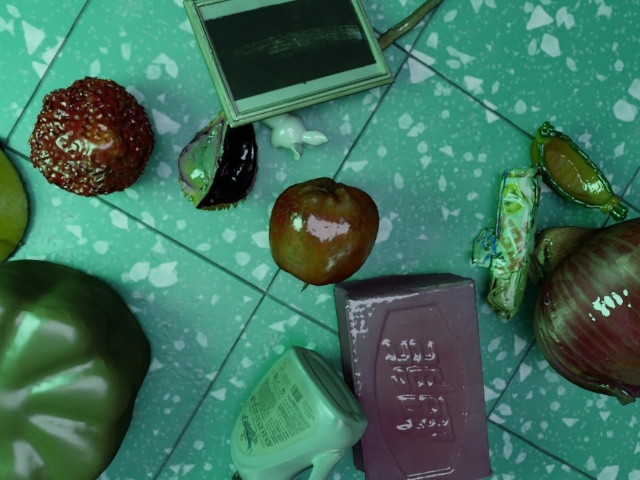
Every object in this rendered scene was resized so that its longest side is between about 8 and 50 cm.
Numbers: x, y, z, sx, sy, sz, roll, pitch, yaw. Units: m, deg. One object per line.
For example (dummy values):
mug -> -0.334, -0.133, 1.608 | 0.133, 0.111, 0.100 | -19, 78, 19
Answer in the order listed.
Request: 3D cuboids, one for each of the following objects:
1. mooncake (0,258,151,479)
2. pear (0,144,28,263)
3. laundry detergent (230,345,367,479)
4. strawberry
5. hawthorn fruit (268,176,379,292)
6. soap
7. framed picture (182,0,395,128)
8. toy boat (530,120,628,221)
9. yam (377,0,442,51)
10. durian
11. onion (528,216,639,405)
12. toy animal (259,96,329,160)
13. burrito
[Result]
mooncake -> -0.464, 0.223, 0.758 | 0.378, 0.201, 0.379 | -1, 98, -9
pear -> -0.588, -0.051, 0.737 | 0.266, 0.178, 0.267 | -1, 97, -11
laundry detergent -> -0.062, 0.339, 0.819 | 0.105, 0.215, 0.280 | 27, 101, -42
strawberry -> -0.342, -0.149, 0.750 | 0.186, 0.201, 0.184 | -18, 116, -24
hawthorn fruit -> 0.000, 0.000, 0.817 | 0.179, 0.179, 0.200 | 9, 107, -8
soap -> 0.161, 0.243, 0.878 | 0.233, 0.128, 0.360 | -8, 98, -7
framed picture -> -0.046, -0.324, 0.806 | 0.293, 0.018, 0.231 | -20, 83, -15
toy boat -> 0.461, -0.123, 0.899 | 0.229, 0.088, 0.089 | 44, 88, -8
yam -> 0.136, -0.369, 0.867 | 0.234, 0.027, 0.029 | -39, 133, -3
durian -> -0.176, -0.129, 0.832 | 0.108, 0.119, 0.187 | 9, 80, 30
onion -> 0.530, 0.115, 0.821 | 0.353, 0.353, 0.354 | -1, 95, -7
toy animal -> -0.057, -0.196, 0.840 | 0.071, 0.085, 0.124 | -40, 104, -19
burrito -> 0.334, -0.001, 0.905 | 0.104, 0.054, 0.288 | 8, 92, 21
